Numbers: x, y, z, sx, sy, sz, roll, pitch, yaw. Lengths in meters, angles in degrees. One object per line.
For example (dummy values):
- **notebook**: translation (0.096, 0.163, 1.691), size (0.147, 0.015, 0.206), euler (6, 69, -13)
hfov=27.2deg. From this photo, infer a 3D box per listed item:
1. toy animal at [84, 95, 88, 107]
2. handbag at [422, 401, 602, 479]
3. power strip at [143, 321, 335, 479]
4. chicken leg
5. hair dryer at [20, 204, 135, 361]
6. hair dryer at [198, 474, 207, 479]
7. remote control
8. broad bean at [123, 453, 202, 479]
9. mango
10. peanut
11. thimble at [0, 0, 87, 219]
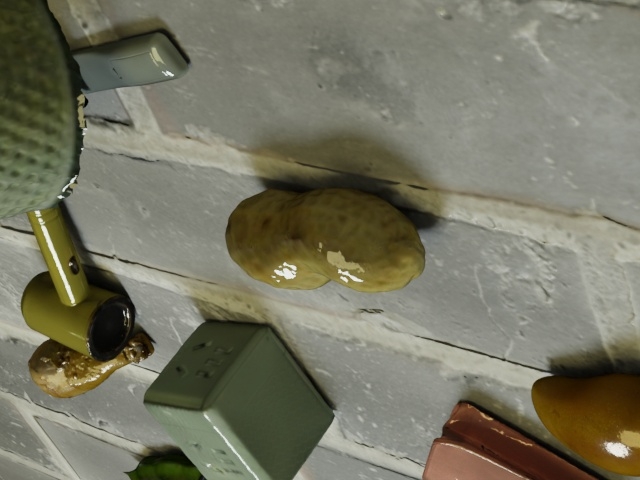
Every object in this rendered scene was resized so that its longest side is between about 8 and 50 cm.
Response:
- **toy animal**: translation (-0.317, -0.169, 1.380), size (0.202, 0.070, 0.105), euler (45, 121, 26)
- **handbag**: translation (0.218, 0.275, 1.444), size (0.212, 0.059, 0.157), euler (29, 149, 13)
- **power strip**: translation (-0.084, 0.224, 1.615), size (0.140, 0.139, 0.224), euler (-1, 132, 47)
- **chicken leg**: translation (-0.314, 0.157, 1.837), size (0.207, 0.101, 0.085), euler (-18, 126, 32)
- **hair dryer**: translation (-0.335, 0.026, 1.682), size (0.135, 0.090, 0.279), euler (21, 141, 31)
- **hair dryer**: translation (-0.135, 0.341, 1.896), size (0.128, 0.070, 0.255), euler (34, 146, 4)
- **remote control**: translation (-0.199, -0.169, 1.299), size (0.184, 0.027, 0.050), euler (-1, 133, 49)
- **broad bean**: translation (-0.231, 0.358, 2.063), size (0.060, 0.043, 0.297), euler (40, 151, -25)
- **mango**: translation (0.265, 0.167, 1.218), size (0.102, 0.085, 0.184), euler (51, 153, -23)
- **peanut**: translation (0.000, 0.000, 1.257), size (0.103, 0.098, 0.229), euler (7, 177, -44)
- **thimble**: translation (-0.362, -0.138, 1.287), size (0.270, 0.150, 0.271), euler (23, 122, 44)
